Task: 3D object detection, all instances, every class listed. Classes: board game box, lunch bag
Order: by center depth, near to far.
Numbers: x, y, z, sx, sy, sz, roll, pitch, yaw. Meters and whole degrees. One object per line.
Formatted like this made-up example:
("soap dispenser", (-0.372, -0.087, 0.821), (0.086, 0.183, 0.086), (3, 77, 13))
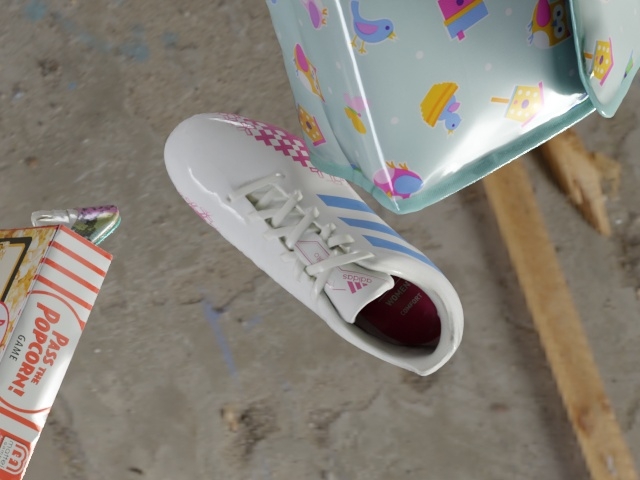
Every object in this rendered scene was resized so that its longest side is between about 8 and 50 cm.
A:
("board game box", (-0.224, 0.066, 0.790), (0.045, 0.193, 0.147), (36, 65, -38))
("lunch bag", (0.103, -0.174, 0.848), (0.262, 0.160, 0.223), (-25, 118, -16))

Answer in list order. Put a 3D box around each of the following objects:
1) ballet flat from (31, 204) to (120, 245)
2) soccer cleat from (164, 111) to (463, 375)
("ballet flat", (-0.355, 0.013, 1.618), (0.221, 0.077, 0.079), (-38, 115, 1))
("soccer cleat", (0.000, 0.000, 1.174), (0.331, 0.143, 0.116), (36, 102, -8))
